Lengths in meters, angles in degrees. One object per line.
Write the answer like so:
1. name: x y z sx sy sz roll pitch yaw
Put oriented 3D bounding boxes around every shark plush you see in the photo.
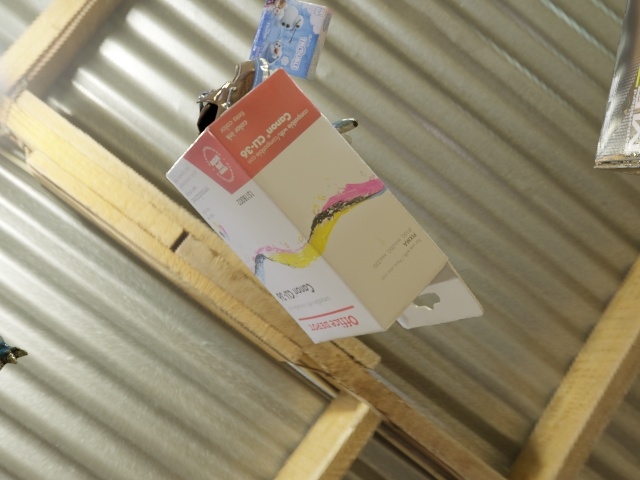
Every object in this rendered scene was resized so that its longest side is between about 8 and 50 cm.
1. shark plush: -0.025 -0.128 1.114 0.161 0.067 0.073 -13 -58 -26

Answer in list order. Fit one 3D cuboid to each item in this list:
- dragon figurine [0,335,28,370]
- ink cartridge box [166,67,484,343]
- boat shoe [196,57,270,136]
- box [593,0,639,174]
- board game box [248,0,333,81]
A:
1. dragon figurine: -0.347 0.048 0.754 0.085 0.289 0.144 -29 -67 -31
2. ink cartridge box: 0.000 0.000 0.544 0.198 0.115 0.067 48 -113 -7
3. boat shoe: -0.078 -0.113 0.753 0.066 0.183 0.066 -1 -55 -4
4. box: 0.250 -0.139 0.575 0.045 0.184 0.190 9 -85 -2
5. board game box: -0.038 -0.252 1.042 0.090 0.020 0.090 20 -81 26
